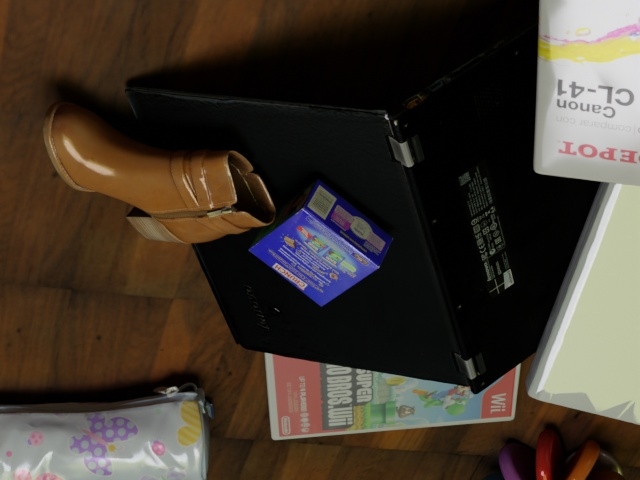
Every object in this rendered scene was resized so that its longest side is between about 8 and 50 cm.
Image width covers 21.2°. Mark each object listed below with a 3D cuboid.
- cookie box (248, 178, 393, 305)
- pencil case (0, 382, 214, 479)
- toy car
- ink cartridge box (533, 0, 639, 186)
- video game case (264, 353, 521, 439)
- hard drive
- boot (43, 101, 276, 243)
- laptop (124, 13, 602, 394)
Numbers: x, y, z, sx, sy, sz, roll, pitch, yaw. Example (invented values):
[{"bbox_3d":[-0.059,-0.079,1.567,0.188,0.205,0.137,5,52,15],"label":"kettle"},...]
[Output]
[{"bbox_3d":[-0.001,0.003,1.561,0.092,0.040,0.107,38,144,-12],"label":"cookie box"},{"bbox_3d":[-0.254,0.228,1.897,0.273,0.113,0.124,-6,130,-1],"label":"pencil case"},{"bbox_3d":[0.268,0.297,2.044,0.182,0.159,0.136,-29,101,25],"label":"toy car"},{"bbox_3d":[0.289,-0.194,1.347,0.226,0.131,0.306,8,128,15],"label":"ink cartridge box"},{"bbox_3d":[0.081,0.148,1.914,0.285,0.025,0.204,-5,140,-2],"label":"video game case"},{"bbox_3d":[0.341,0.039,1.640,0.203,0.040,0.307,14,116,-6],"label":"hard drive"},{"bbox_3d":[-0.143,-0.068,1.546,0.152,0.073,0.197,-5,147,39],"label":"boot"},{"bbox_3d":[0.093,-0.061,1.646,0.408,0.236,0.382,-33,137,-13],"label":"laptop"}]
